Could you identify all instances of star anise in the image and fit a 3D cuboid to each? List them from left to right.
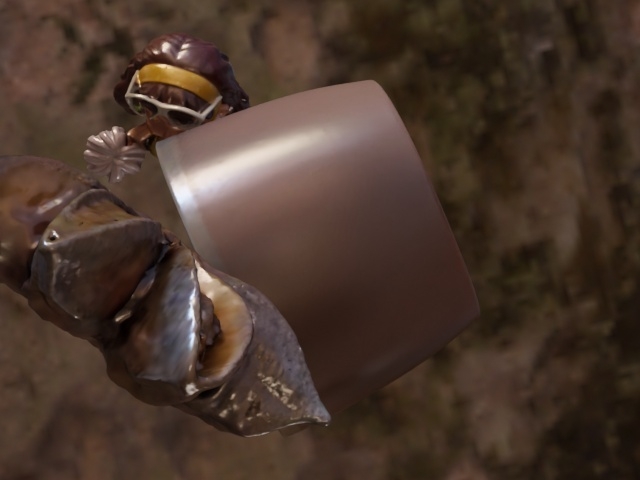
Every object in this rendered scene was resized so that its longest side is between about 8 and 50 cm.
[{"bbox_3d":[-0.125,0.040,1.287,0.315,0.108,0.315,37,170,7],"label":"star anise"}]

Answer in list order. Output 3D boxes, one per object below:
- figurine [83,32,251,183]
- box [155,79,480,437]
[{"bbox_3d":[-0.138,-0.109,1.917,0.240,0.174,0.116,96,-164,-54],"label":"figurine"},{"bbox_3d":[0.000,0.000,1.745,0.301,0.216,0.301,64,179,2],"label":"box"}]
